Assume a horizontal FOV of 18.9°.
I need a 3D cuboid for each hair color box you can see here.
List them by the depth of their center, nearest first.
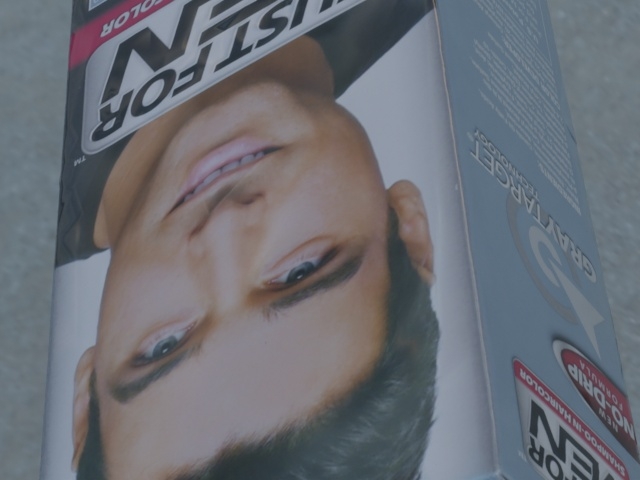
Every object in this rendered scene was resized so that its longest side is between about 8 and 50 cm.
[{"bbox_3d":[0.000,0.000,0.747,0.185,0.113,0.374,-28,42,23],"label":"hair color box"}]
